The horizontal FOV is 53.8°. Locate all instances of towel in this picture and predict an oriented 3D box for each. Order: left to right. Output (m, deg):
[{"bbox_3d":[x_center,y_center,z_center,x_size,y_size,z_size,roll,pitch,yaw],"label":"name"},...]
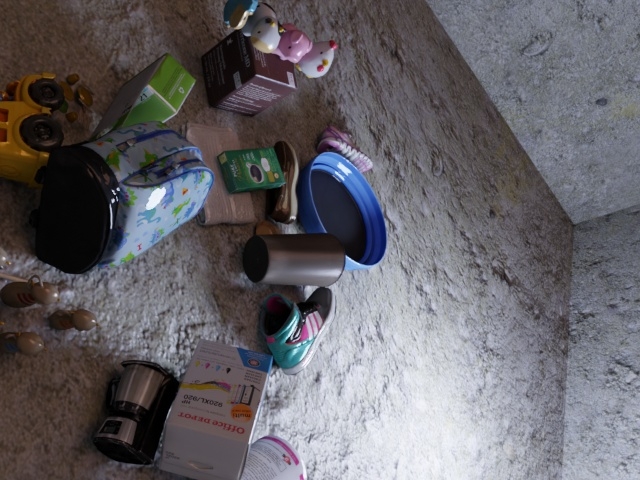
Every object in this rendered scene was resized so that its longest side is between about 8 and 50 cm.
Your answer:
[{"bbox_3d":[-0.271,-0.177,1.688,0.187,0.049,0.282,-4,76,-49],"label":"towel"}]

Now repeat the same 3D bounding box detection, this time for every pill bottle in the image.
[{"bbox_3d":[-0.174,0.555,1.368,0.283,0.160,0.160,-19,87,-52],"label":"pill bottle"}]

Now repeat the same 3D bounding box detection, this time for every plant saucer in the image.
[{"bbox_3d":[-0.154,-0.014,1.775,0.083,0.015,0.083,24,56,-42],"label":"plant saucer"}]

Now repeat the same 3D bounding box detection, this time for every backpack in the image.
[{"bbox_3d":[-0.396,-0.109,1.337,0.273,0.290,0.355,25,32,-2],"label":"backpack"}]

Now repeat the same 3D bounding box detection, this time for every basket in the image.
[{"bbox_3d":[-0.083,0.051,1.712,0.227,0.204,0.154,2,88,-38],"label":"basket"}]

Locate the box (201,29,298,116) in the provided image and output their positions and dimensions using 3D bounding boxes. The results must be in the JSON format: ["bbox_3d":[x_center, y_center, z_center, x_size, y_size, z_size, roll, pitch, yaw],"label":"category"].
[{"bbox_3d":[-0.202,-0.476,1.786,0.167,0.203,0.168,4,70,-48],"label":"box"}]

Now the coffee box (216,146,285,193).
[{"bbox_3d":[-0.186,-0.192,1.714,0.184,0.040,0.113,-16,84,-47],"label":"coffee box"}]

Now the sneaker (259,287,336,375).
[{"bbox_3d":[-0.068,0.193,1.702,0.178,0.124,0.295,57,40,-28],"label":"sneaker"}]

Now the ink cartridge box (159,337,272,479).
[{"bbox_3d":[-0.214,0.359,1.321,0.171,0.168,0.233,14,36,-1],"label":"ink cartridge box"}]

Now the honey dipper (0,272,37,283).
[{"bbox_3d":[-0.596,0.072,1.208,0.160,0.030,0.030,28,53,-43],"label":"honey dipper"}]

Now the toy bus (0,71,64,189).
[{"bbox_3d":[-0.627,-0.231,1.242,0.211,0.149,0.220,8,64,-30],"label":"toy bus"}]

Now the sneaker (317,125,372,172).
[{"bbox_3d":[0.087,-0.313,2.144,0.236,0.095,0.104,27,46,-38],"label":"sneaker"}]

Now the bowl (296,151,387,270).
[{"bbox_3d":[0.067,-0.088,1.994,0.391,0.077,0.391,33,45,-39],"label":"bowl"}]

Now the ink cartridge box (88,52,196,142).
[{"bbox_3d":[-0.420,-0.287,1.456,0.097,0.189,0.255,42,47,-31],"label":"ink cartridge box"}]

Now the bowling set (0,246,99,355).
[{"bbox_3d":[-0.548,0.150,1.112,0.287,0.154,0.200,43,54,-38],"label":"bowling set"}]

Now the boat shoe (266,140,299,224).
[{"bbox_3d":[-0.121,-0.178,1.831,0.095,0.095,0.257,11,65,-40],"label":"boat shoe"}]

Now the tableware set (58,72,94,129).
[{"bbox_3d":[-0.555,-0.319,1.414,0.104,0.024,0.154,52,20,-46],"label":"tableware set"}]

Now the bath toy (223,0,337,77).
[{"bbox_3d":[-0.089,-0.541,1.683,0.348,0.129,0.151,19,59,-44],"label":"bath toy"}]

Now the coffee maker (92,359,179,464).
[{"bbox_3d":[-0.357,0.358,1.280,0.171,0.120,0.178,40,47,-33],"label":"coffee maker"}]
